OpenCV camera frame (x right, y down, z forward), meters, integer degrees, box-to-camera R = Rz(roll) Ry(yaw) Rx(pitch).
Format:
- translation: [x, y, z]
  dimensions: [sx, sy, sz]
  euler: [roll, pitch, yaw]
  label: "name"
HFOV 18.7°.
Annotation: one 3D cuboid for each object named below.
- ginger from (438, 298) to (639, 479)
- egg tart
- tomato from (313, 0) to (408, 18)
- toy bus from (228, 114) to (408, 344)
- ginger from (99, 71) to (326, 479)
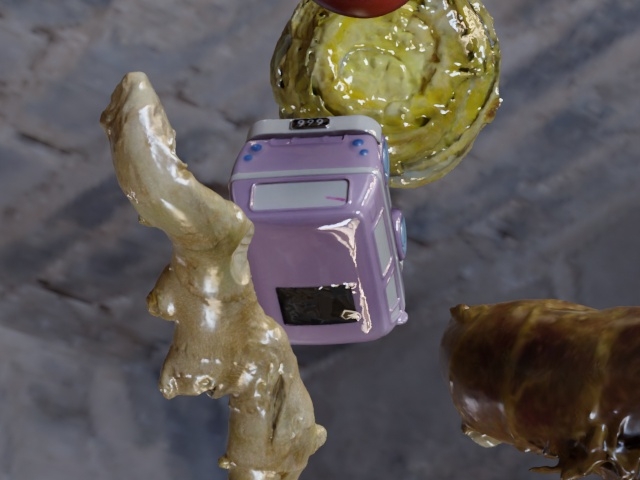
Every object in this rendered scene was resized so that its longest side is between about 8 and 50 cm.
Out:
- translation: [0.268, 0.169, 1.742]
  dimensions: [0.418, 0.176, 0.254]
  euler: [10, 86, 39]
  label: "ginger"
- translation: [0.075, -0.193, 2.238]
  dimensions: [0.279, 0.095, 0.279]
  euler: [0, 90, 4]
  label: "egg tart"
- translation: [0.038, -0.307, 1.852]
  dimensions: [0.136, 0.195, 0.195]
  euler: [7, 79, 32]
  label: "tomato"
- translation: [0.000, 0.000, 1.752]
  dimensions: [0.142, 0.202, 0.142]
  euler: [-4, 44, 9]
  label: "toy bus"
- translation: [-0.068, 0.037, 1.132]
  dimensions: [0.089, 0.288, 0.075]
  euler: [-21, 30, 2]
  label: "ginger"
